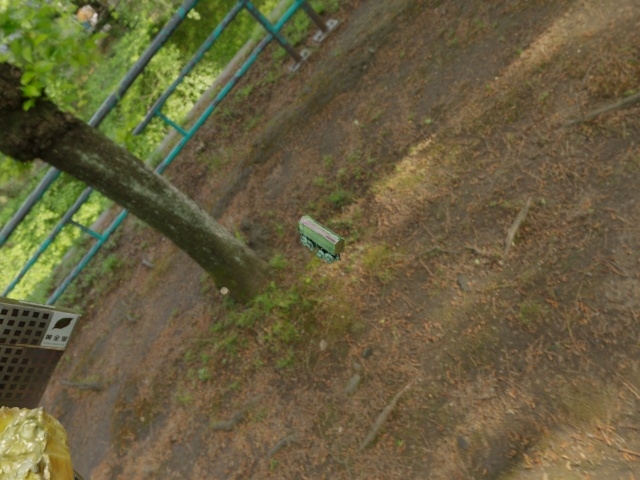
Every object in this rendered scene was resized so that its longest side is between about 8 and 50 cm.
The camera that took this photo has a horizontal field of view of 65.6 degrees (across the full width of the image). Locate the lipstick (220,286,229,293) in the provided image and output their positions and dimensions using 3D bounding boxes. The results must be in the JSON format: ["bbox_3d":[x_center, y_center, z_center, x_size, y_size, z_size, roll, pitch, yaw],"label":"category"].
[{"bbox_3d":[-0.244,0.131,1.273,0.018,0.019,0.094,-60,1,-10],"label":"lipstick"}]

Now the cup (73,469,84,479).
[{"bbox_3d":[-0.540,0.555,0.896,0.177,0.166,0.239,-41,46,25],"label":"cup"}]

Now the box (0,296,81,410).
[{"bbox_3d":[-0.666,0.283,1.050,0.047,0.180,0.324,25,89,39],"label":"box"}]

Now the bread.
[{"bbox_3d":[-0.395,0.328,0.596,0.179,0.133,0.249,-13,59,1],"label":"bread"}]

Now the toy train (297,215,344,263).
[{"bbox_3d":[0.000,0.000,1.134,0.148,0.038,0.070,34,128,42],"label":"toy train"}]
